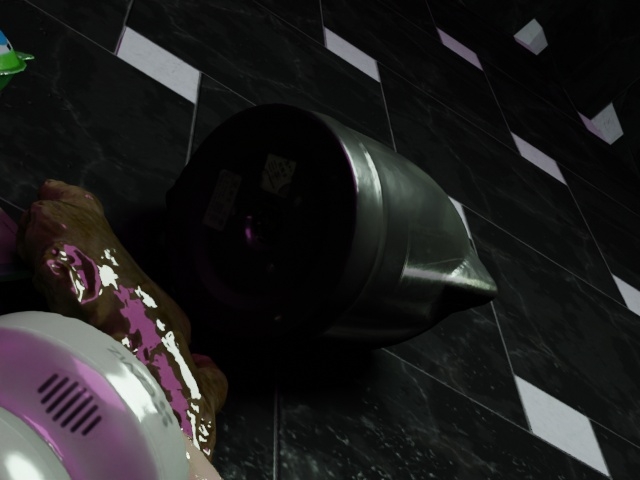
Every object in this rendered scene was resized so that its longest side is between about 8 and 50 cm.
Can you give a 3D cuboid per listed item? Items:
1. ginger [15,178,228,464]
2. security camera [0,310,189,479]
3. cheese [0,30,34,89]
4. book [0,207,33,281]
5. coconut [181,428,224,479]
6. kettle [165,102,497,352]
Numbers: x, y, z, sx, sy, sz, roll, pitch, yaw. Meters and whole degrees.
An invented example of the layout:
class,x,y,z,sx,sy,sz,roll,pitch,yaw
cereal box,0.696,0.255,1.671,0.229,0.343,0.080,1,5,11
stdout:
class,x,y,z,sx,sy,sz,roll,pitch,yaw
ginger,-0.158,0.067,1.015,0.333,0.080,0.166,51,21,20
security camera,-0.198,0.157,0.646,0.194,0.194,0.236,40,25,5
cheese,-0.393,-0.159,1.070,0.204,0.083,0.320,17,18,32
book,-0.350,-0.036,0.967,0.215,0.025,0.282,43,14,11
coconut,-0.111,0.185,0.815,0.122,0.116,0.116,46,23,21
kettle,0.000,0.000,1.274,0.321,0.228,0.324,14,-1,37
